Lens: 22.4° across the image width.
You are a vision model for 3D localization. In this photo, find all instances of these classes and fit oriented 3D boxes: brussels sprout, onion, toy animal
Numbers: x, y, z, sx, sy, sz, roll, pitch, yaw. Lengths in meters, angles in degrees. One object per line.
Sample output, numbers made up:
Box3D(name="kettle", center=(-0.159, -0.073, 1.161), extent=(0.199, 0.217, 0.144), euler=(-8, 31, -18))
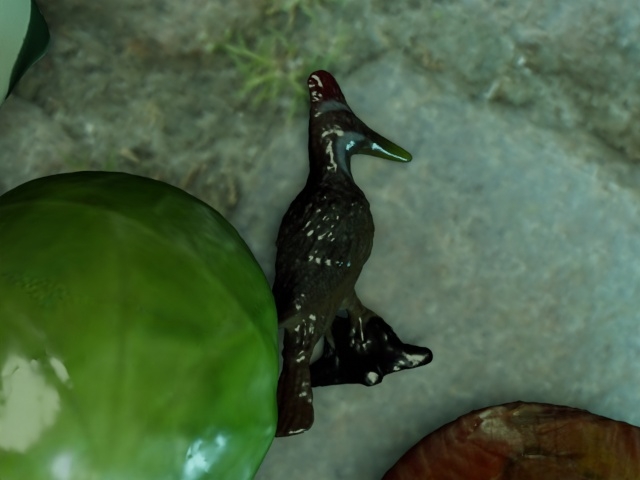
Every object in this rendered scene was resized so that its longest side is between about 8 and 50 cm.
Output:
Box3D(name="brussels sprout", center=(-0.132, 0.078, 0.804), extent=(0.244, 0.244, 0.244), euler=(0, 93, -6))
Box3D(name="onion", center=(0.130, 0.202, 0.866), extent=(0.230, 0.163, 0.230), euler=(-2, 97, -14))
Box3D(name="toy animal", center=(0.006, 0.006, 0.889), extent=(0.105, 0.070, 0.202), euler=(7, 83, -50))

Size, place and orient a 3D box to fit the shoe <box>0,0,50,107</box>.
Box3D(name="shoe", center=(-0.265, -0.011, 0.812), extent=(0.132, 0.160, 0.363), euler=(28, 82, 28))
